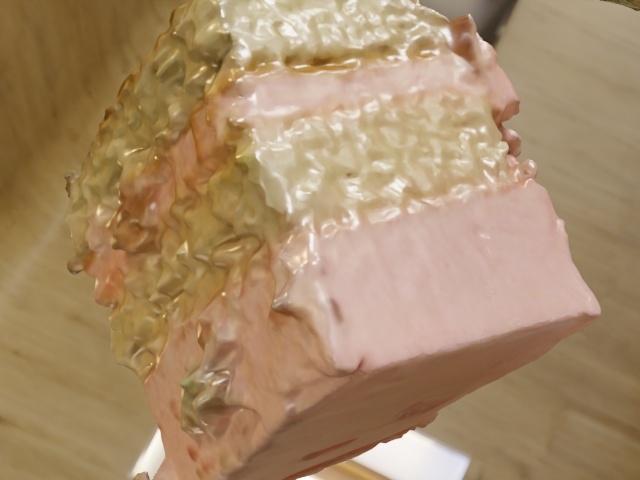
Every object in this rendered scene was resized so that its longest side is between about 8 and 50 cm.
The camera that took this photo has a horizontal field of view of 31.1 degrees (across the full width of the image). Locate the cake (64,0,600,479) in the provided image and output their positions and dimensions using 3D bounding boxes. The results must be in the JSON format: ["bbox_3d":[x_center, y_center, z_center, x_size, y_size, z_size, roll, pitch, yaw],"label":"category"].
[{"bbox_3d":[0.000,0.000,0.884,0.293,0.306,0.314,-8,-25,-32],"label":"cake"}]

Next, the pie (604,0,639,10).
[{"bbox_3d":[0.136,-0.101,0.317,0.201,0.248,0.090,-152,75,-69],"label":"pie"}]
